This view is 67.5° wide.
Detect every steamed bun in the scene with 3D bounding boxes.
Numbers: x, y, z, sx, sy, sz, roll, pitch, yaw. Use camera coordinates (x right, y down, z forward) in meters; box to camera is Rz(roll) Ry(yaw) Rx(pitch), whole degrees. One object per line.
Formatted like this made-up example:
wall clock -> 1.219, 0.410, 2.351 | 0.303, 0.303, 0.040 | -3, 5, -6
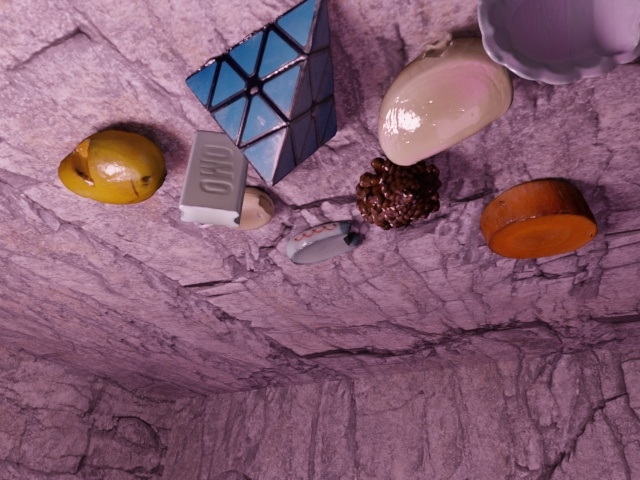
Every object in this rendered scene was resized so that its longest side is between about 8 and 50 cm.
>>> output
steamed bun -> 0.191, -0.248, 0.810 | 0.239, 0.169, 0.152 | -24, 118, 33

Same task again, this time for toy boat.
toy boat -> 0.000, 0.000, 1.335 | 0.208, 0.078, 0.134 | -21, 152, 15
toy boat -> 0.359, -0.320, 0.687 | 0.291, 0.199, 0.100 | -4, -174, 1

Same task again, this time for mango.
mango -> -0.455, -0.152, 1.035 | 0.262, 0.129, 0.167 | -12, 141, 30

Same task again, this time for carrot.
carrot -> 0.542, -0.031, 1.212 | 0.259, 0.100, 0.307 | 1, 151, 7

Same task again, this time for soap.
soap -> -0.213, -0.128, 0.988 | 0.119, 0.197, 0.066 | 7, 148, -8

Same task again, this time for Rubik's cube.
Rubik's cube -> -0.074, -0.249, 0.839 | 0.228, 0.229, 0.233 | -32, 106, -12

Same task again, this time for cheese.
cheese -> -0.229, -0.069, 1.224 | 0.228, 0.064, 0.137 | -13, 145, 26

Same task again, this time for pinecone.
pinecone -> 0.165, -0.107, 1.051 | 0.179, 0.149, 0.195 | 14, 148, -20
